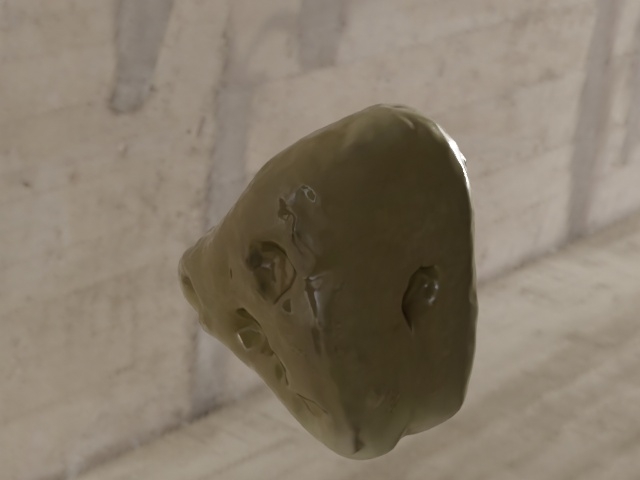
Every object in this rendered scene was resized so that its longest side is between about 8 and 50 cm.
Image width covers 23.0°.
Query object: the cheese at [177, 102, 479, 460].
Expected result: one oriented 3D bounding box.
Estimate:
[{"bbox_3d":[-0.001,0.000,1.194,0.174,0.251,0.248,-22,-48,-36],"label":"cheese"}]
